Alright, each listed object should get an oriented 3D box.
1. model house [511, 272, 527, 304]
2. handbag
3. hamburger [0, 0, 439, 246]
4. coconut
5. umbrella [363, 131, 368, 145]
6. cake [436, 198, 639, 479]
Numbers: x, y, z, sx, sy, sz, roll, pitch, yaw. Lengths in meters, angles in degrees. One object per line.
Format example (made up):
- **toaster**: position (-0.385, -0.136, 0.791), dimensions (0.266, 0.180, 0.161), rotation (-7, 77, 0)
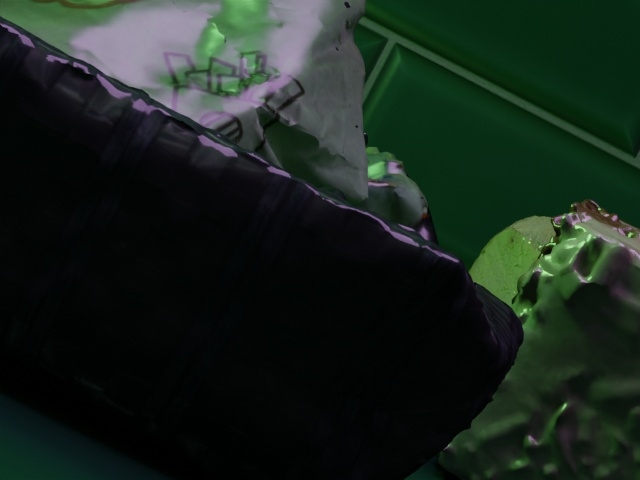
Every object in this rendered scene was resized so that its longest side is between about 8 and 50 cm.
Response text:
- **model house**: position (0.239, 0.106, 0.790), dimensions (0.279, 0.218, 0.205), rotation (5, 15, 22)
- **handbag**: position (-0.055, -0.011, 0.469), dimensions (0.270, 0.088, 0.175), rotation (28, 10, 0)
- **hamburger**: position (-0.069, -0.085, 0.667), dimensions (0.276, 0.150, 0.260), rotation (-2, 34, -48)
- **coconut**: position (0.229, 0.059, 1.410), dimensions (0.153, 0.147, 0.147), rotation (22, 6, -31)
- **umbrella**: position (0.024, -0.036, 1.404), dimensions (0.154, 0.128, 0.337), rotation (28, 0, 44)
- **cake**: position (0.129, 0.063, 0.646), dimensions (0.135, 0.135, 0.147), rotation (29, 9, 17)
